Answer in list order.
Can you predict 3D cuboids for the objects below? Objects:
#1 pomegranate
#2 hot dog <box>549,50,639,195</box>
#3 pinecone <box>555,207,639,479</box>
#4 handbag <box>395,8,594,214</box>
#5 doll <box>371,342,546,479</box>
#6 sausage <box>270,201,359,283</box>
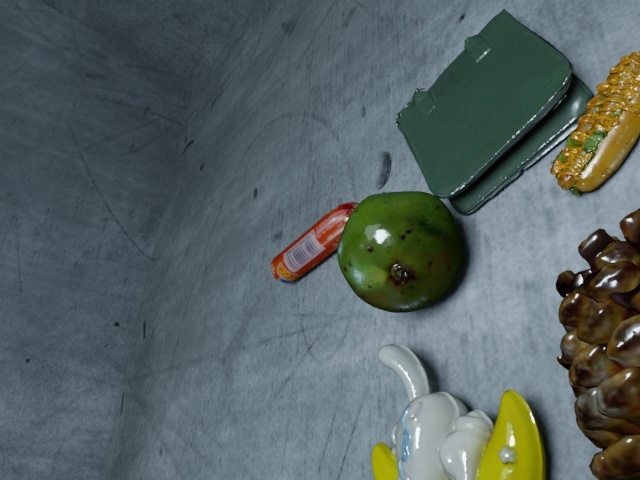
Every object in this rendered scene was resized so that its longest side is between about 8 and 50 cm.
[{"bbox_3d":[0.121,0.003,0.720,0.187,0.187,0.225,-50,7,27],"label":"pomegranate"},{"bbox_3d":[0.344,-0.142,0.565,0.188,0.055,0.072,-63,31,10],"label":"hot dog"},{"bbox_3d":[0.295,0.099,0.351,0.224,0.224,0.272,-48,20,29],"label":"pinecone"},{"bbox_3d":[0.245,-0.202,0.728,0.247,0.079,0.260,-46,37,31],"label":"handbag"},{"bbox_3d":[0.146,0.261,0.568,0.237,0.111,0.252,-7,75,56],"label":"doll"},{"bbox_3d":[0.000,0.000,0.978,0.274,0.074,0.074,-40,42,38],"label":"sausage"}]
